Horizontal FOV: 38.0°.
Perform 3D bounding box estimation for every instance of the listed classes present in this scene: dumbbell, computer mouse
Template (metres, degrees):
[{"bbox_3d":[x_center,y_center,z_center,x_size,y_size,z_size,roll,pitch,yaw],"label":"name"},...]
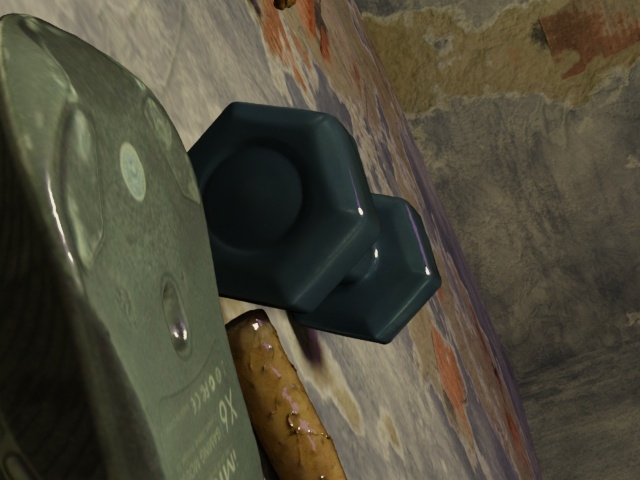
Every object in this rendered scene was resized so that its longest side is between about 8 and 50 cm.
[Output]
[{"bbox_3d":[0.000,0.001,0.775,0.316,0.143,0.156,33,39,-69],"label":"dumbbell"},{"bbox_3d":[-0.087,0.091,0.409,0.167,0.090,0.379,-36,111,-77],"label":"computer mouse"}]

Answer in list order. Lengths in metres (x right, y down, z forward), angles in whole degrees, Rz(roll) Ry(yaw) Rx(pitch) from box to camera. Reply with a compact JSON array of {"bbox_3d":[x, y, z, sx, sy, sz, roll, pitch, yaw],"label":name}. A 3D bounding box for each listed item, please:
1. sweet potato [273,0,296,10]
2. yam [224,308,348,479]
[{"bbox_3d":[-0.088,-0.398,1.068,0.337,0.131,0.131,56,19,-44],"label":"sweet potato"},{"bbox_3d":[-0.011,0.159,0.688,0.057,0.057,0.241,-70,138,-71],"label":"yam"}]
